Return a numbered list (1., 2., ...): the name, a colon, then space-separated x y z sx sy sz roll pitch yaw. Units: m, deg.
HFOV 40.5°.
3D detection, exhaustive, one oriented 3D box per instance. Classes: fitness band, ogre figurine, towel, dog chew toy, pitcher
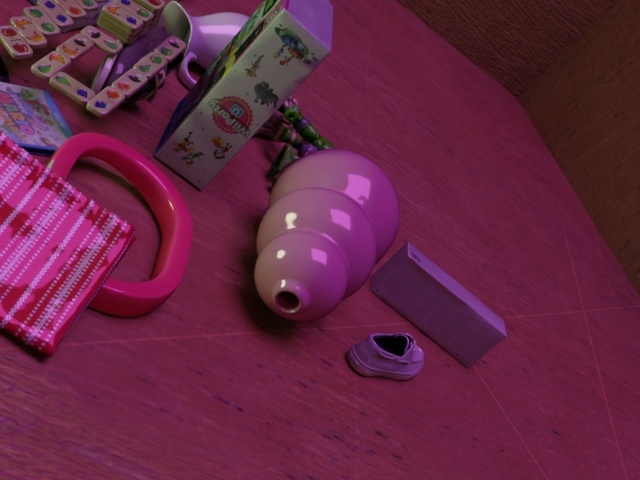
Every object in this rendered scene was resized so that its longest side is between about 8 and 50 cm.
1. fitness band: -0.259 -0.024 1.080 0.209 0.054 0.291 38 26 -21
2. ogre figurine: -0.028 -0.144 1.565 0.118 0.097 0.197 31 28 -27
3. towel: -0.343 -0.028 0.904 0.275 0.031 0.199 39 44 -12
4. dog chew toy: 0.000 0.000 1.281 0.207 0.206 0.332 41 33 -10
5. pitcher: -0.188 -0.348 1.629 0.207 0.125 0.177 2 69 -43

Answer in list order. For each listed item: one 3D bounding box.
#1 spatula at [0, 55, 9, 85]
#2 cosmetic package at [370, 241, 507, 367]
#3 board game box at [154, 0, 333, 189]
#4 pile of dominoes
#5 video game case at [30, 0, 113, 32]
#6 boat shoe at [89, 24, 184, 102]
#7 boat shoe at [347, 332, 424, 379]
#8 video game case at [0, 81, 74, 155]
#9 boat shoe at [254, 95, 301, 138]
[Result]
1. spatula: -0.474 -0.340 1.131 0.084 0.030 0.296 -37 110 -56
2. cosmetic package: 0.209 0.115 1.538 0.239 0.099 0.060 39 23 -14
3. board game box: -0.114 -0.251 1.347 0.097 0.303 0.224 37 25 -18
4. pile of dominoes: -0.312 -0.291 1.205 0.196 0.040 0.251 32 41 -1
5. video game case: -0.453 -0.478 1.462 0.269 0.061 0.244 44 25 -3
6. boat shoe: -0.281 -0.272 1.354 0.091 0.109 0.305 34 23 -13
7. boat shoe: 0.115 0.170 1.342 0.184 0.063 0.066 16 38 -47
8. video game case: -0.396 -0.159 1.112 0.166 0.015 0.119 2 48 -57
9. boat shoe: -0.098 -0.253 1.632 0.104 0.089 0.285 48 24 6
